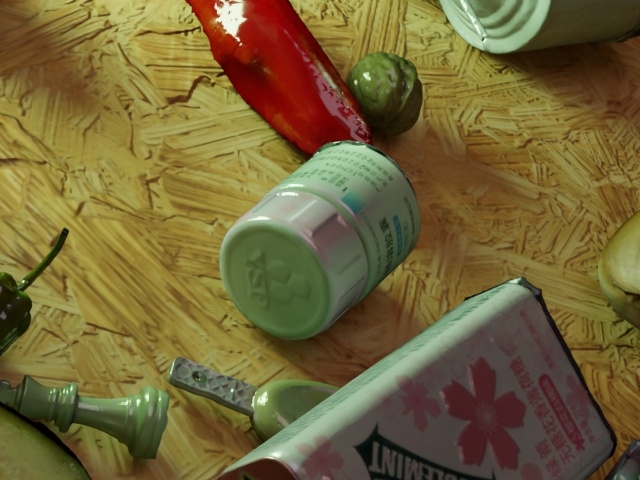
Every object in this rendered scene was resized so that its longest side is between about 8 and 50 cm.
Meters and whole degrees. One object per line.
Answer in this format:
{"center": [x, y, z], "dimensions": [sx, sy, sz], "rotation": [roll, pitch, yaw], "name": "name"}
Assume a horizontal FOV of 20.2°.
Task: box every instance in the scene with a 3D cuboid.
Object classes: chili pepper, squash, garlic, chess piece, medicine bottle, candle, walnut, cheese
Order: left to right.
{"center": [-0.284, 0.068, 1.452], "dimensions": [0.204, 0.073, 0.072], "rotation": [-25, 82, -32], "name": "chili pepper"}
{"center": [-0.235, 0.230, 1.328], "dimensions": [0.184, 0.085, 0.192], "rotation": [41, 34, -34], "name": "squash"}
{"center": [-0.200, 0.137, 1.451], "dimensions": [0.149, 0.059, 0.059], "rotation": [11, 43, -11], "name": "chess piece"}
{"center": [-0.059, -0.208, 1.844], "dimensions": [0.110, 0.110, 0.387], "rotation": [-9, 56, -37], "name": "chili pepper"}
{"center": [-0.041, 0.146, 1.545], "dimensions": [0.192, 0.037, 0.097], "rotation": [22, 41, -9], "name": "cheese"}
{"center": [0.000, 0.000, 1.645], "dimensions": [0.135, 0.135, 0.168], "rotation": [39, 41, 10], "name": "medicine bottle"}
{"center": [0.067, -0.154, 1.887], "dimensions": [0.092, 0.092, 0.092], "rotation": [17, 42, -16], "name": "walnut"}
{"center": [0.260, -0.328, 2.072], "dimensions": [0.342, 0.221, 0.221], "rotation": [-10, 55, -37], "name": "candle"}
{"center": [0.352, 0.039, 1.842], "dimensions": [0.207, 0.128, 0.115], "rotation": [-47, 122, -43], "name": "garlic"}

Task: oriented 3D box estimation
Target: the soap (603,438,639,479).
{"center": [0.380, 0.305, 1.583], "dimensions": [0.324, 0.109, 0.193], "rotation": [35, 39, 4], "name": "soap"}

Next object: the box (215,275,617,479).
{"center": [0.091, 0.185, 1.499], "dimensions": [0.369, 0.112, 0.190], "rotation": [-29, 94, -47], "name": "box"}

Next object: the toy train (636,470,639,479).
{"center": [0.308, 0.176, 1.554], "dimensions": [0.043, 0.047, 0.207], "rotation": [31, 38, 3], "name": "toy train"}
